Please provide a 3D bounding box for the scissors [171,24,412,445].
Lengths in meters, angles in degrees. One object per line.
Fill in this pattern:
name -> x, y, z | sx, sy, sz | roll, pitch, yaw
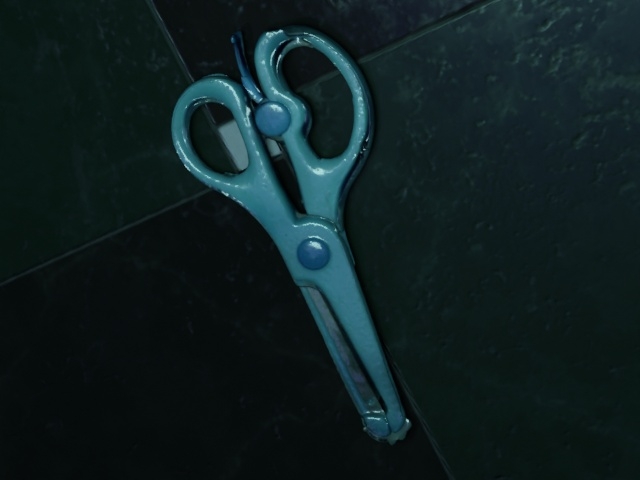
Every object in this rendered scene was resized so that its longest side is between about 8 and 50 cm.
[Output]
scissors -> 0.000, 0.000, 1.592 | 0.180, 0.032, 0.393 | -18, 103, 17
